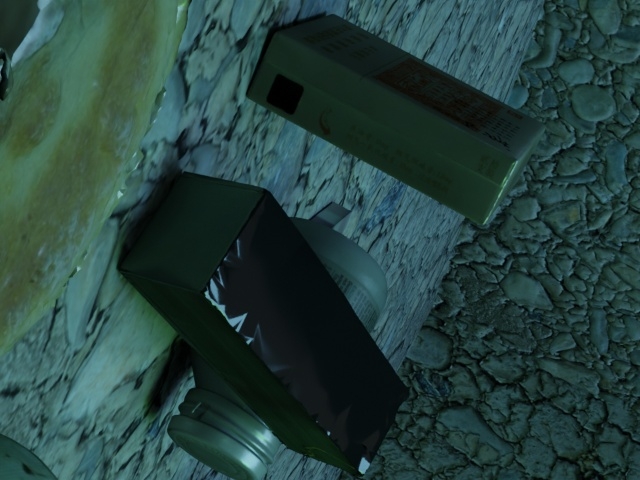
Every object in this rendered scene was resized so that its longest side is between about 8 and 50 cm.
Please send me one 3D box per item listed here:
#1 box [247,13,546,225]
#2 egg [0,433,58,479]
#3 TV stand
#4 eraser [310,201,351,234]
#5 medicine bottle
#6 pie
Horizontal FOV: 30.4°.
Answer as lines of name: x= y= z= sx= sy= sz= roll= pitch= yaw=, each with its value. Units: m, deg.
box: x=0.062 y=-0.097 z=0.895 sx=0.058 sy=0.201 sz=0.141 roll=-64 pitch=169 yaw=23
egg: x=-0.179 y=0.139 z=0.518 sx=0.131 sy=0.131 sz=0.164 roll=-62 pitch=153 yaw=-10
TV stand: x=-0.029 y=0.069 z=0.863 sx=0.088 sy=0.082 sz=0.269 roll=-61 pitch=142 yaw=-22
eraser: x=0.000 y=0.000 z=1.305 sx=0.065 sy=0.026 sz=0.105 roll=-65 pitch=170 yaw=22
medicine bottle: x=-0.042 y=0.099 z=1.037 sx=0.215 sy=0.135 sz=0.135 roll=-60 pitch=169 yaw=-22
pie: x=-0.132 y=-0.049 z=0.433 sx=0.337 sy=0.075 sz=0.337 roll=24 pitch=90 yaw=-85
